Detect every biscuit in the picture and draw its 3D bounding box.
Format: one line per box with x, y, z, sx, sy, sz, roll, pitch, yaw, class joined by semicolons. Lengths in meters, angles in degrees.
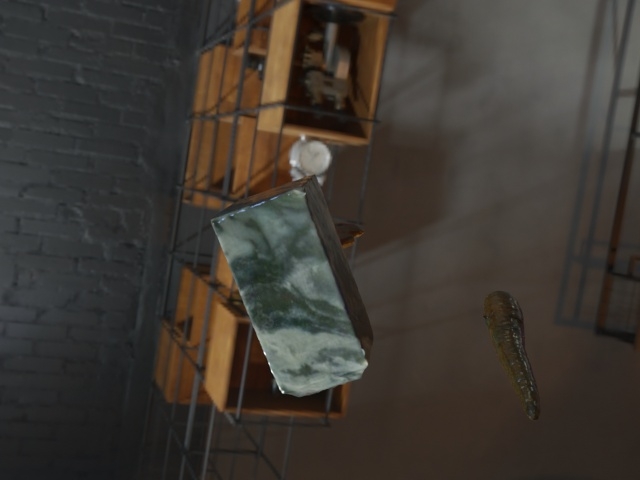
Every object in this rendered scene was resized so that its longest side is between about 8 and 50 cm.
0.000;0.000;1.153;0.119;0.019;0.130;-7;-159;12;biscuit

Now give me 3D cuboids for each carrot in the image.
0.223;0.128;0.934;0.049;0.049;0.254;9;-155;-1;carrot

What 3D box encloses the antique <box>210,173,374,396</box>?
-0.018;0.043;0.733;0.088;0.183;0.086;-18;-170;12;antique
